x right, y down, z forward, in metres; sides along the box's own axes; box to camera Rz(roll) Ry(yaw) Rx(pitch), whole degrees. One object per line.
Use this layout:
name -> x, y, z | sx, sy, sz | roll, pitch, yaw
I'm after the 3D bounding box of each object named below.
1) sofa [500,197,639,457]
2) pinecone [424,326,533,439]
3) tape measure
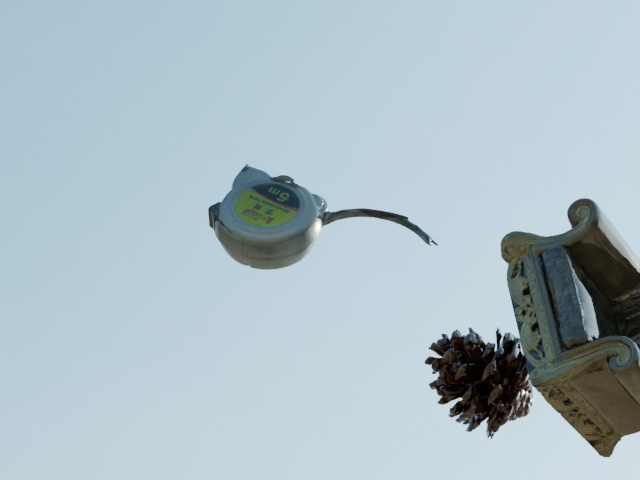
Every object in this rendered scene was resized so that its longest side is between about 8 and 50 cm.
sofa -> 0.342, 0.092, 1.795 | 0.182, 0.258, 0.200 | -27, -45, 21
pinecone -> 0.232, 0.197, 2.247 | 0.174, 0.173, 0.173 | 9, -31, 5
tape measure -> 0.001, 0.000, 2.153 | 0.330, 0.164, 0.084 | 22, -35, 24
